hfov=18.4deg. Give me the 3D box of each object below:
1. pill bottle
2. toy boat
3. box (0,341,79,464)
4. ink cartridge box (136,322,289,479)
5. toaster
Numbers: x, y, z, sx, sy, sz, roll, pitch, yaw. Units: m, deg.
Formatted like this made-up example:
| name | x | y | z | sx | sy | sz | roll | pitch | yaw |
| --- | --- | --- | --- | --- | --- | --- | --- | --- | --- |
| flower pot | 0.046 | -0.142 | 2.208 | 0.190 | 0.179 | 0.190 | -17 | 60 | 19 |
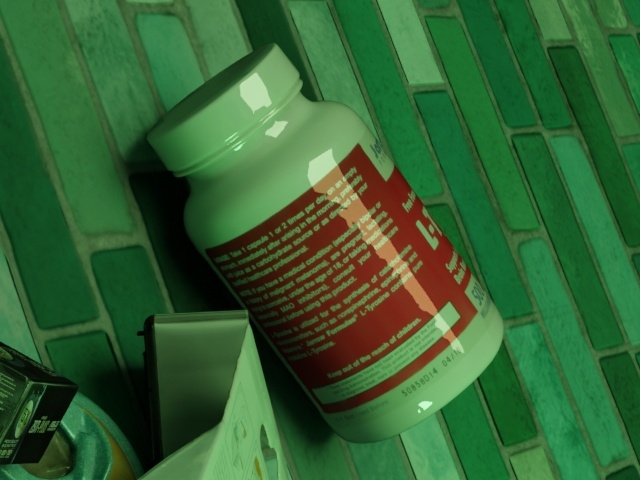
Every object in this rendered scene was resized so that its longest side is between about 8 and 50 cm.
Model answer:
| name | x | y | z | sx | sy | sz | roll | pitch | yaw |
| --- | --- | --- | --- | --- | --- | --- | --- | --- | --- |
| pill bottle | 0.000 | 0.000 | 2.141 | 0.408 | 0.229 | 0.229 | 54 | 36 | -13 |
| toy boat | -0.242 | 0.259 | 1.742 | 0.267 | 0.148 | 0.318 | 28 | 48 | -39 |
| box | -0.308 | 0.109 | 1.624 | 0.180 | 0.077 | 0.147 | 28 | -1 | 10 |
| ink cartridge box | -0.111 | 0.308 | 1.734 | 0.385 | 0.091 | 0.308 | -74 | 158 | -49 |
| toaster | -0.117 | 0.159 | 1.937 | 0.168 | 0.110 | 0.186 | 92 | -8 | -68 |
